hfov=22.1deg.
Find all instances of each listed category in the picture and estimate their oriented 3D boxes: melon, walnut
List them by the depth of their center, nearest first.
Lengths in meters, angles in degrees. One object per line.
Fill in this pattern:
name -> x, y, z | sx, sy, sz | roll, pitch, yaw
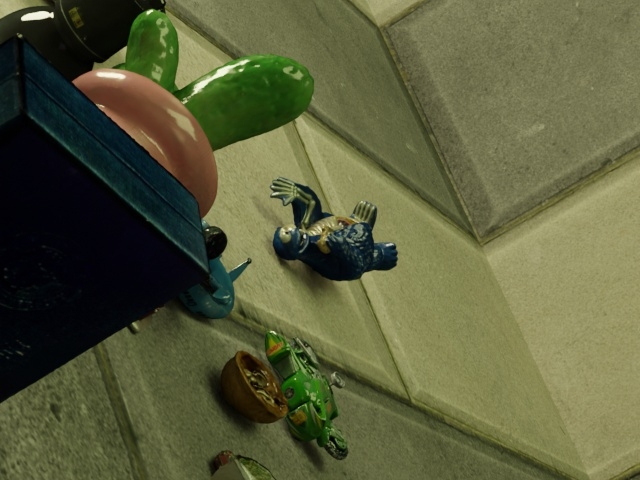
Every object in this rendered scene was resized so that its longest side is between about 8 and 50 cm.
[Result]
melon -> -0.070, 0.341, 1.812 | 0.202, 0.093, 0.139 | 58, 11, -37
walnut -> -0.091, 0.192, 2.072 | 0.121, 0.052, 0.091 | 45, 20, -46

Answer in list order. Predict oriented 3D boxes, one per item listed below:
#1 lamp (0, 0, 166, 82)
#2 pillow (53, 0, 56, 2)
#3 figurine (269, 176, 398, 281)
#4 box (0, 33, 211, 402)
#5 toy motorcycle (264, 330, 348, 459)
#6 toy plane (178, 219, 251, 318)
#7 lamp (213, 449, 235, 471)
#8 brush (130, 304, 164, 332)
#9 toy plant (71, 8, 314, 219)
lamp -> -0.280, -0.270, 2.018 | 0.147, 0.227, 0.172 | 57, 16, -5
pillow -> -0.351, -0.372, 2.279 | 0.270, 0.067, 0.173 | 49, 24, -28
figurine -> 0.007, 0.006, 2.612 | 0.262, 0.121, 0.164 | 13, 39, -45
box -> -0.285, -0.001, 1.434 | 0.261, 0.279, 0.116 | 43, 24, -43
toy motorcycle -> -0.019, 0.214, 2.236 | 0.106, 0.074, 0.190 | 21, 40, -52
toy plane -> -0.167, 0.018, 2.050 | 0.254, 0.105, 0.271 | 42, -2, 38
lamp -> -0.108, 0.277, 1.917 | 0.063, 0.031, 0.083 | 52, 14, -27
brush -> -0.285, -0.038, 1.922 | 0.321, 0.050, 0.060 | 56, 20, -8
toy plant -> -0.217, -0.111, 1.834 | 0.356, 0.317, 0.210 | -55, 131, -38
